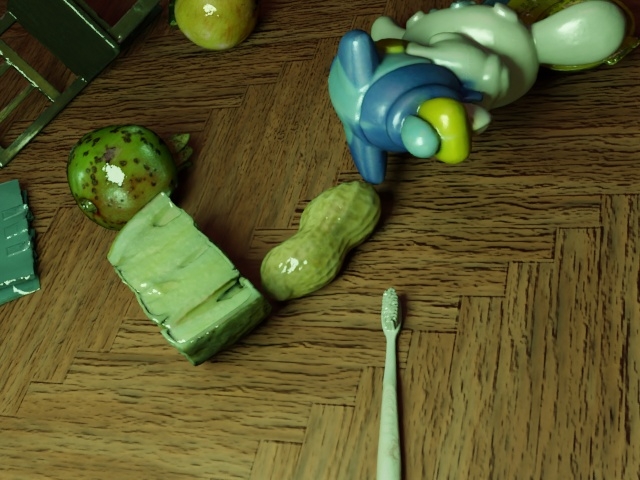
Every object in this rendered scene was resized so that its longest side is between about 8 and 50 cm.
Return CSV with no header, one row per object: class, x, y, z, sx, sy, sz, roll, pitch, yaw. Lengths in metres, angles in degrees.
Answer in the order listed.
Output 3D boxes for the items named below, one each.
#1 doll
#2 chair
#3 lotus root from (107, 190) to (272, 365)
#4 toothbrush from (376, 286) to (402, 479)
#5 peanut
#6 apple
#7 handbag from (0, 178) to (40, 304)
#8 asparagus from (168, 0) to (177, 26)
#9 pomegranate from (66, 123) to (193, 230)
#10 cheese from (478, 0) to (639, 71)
doll,0.136,-0.215,1.080,0.365,0.187,0.376,-40,16,-37
chair,-0.426,-0.345,1.383,0.416,0.203,0.241,-53,17,-23
lotus root,-0.156,0.055,1.040,0.119,0.138,0.235,-42,49,-7
toothbrush,0.074,0.179,0.913,0.025,0.029,0.307,-3,51,10
peanut,-0.001,-0.001,1.060,0.089,0.089,0.193,28,65,37
apple,-0.165,-0.388,1.409,0.146,0.146,0.146,-11,49,13
handbag,-0.494,0.010,1.271,0.144,0.057,0.221,-22,47,-3
asparagus,-0.266,-0.424,1.564,0.025,0.021,0.108,-13,48,6
pomegranate,-0.262,-0.099,1.210,0.159,0.159,0.205,17,35,32
cheese,0.330,-0.303,1.191,0.156,0.064,0.250,-38,49,-12
